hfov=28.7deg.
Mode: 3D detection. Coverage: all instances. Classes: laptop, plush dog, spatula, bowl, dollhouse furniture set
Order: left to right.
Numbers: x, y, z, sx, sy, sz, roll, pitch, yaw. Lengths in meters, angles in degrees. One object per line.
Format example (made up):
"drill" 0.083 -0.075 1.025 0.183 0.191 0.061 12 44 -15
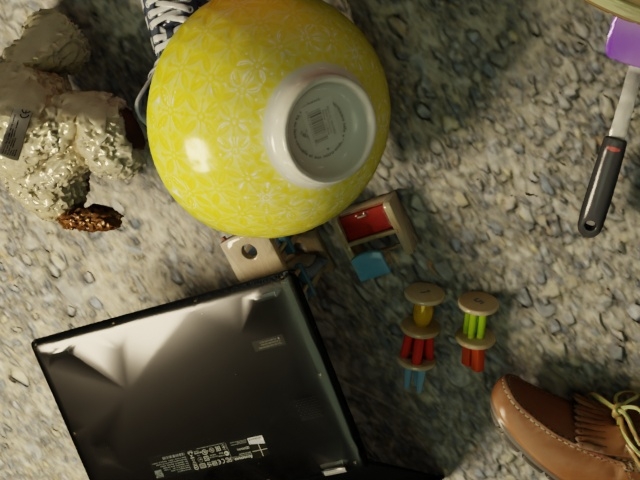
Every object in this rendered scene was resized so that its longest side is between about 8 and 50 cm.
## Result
"plush dog" -0.338 -0.112 1.511 0.262 0.210 0.225 54 160 30
"laptop" -0.099 0.230 1.650 0.381 0.236 0.408 -16 104 22
"bowl" -0.027 -0.131 1.360 0.156 0.289 0.290 21 135 58
"dollhouse furniture set" 0.000 0.000 1.527 0.183 0.129 0.129 -18 111 25
"spatula" 0.338 -0.139 1.401 0.084 0.030 0.297 16 110 8

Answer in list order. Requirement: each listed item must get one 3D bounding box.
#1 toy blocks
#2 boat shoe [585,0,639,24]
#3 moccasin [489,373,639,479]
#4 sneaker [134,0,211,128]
"toy blocks" 0.160 0.135 1.596 0.123 0.054 0.148 10 119 12
"boat shoe" 0.276 -0.306 1.298 0.285 0.104 0.089 30 112 5
"moccasin" 0.389 0.260 1.549 0.380 0.139 0.147 28 115 3
"sneaker" -0.169 -0.237 1.437 0.099 0.153 0.282 -8 114 19
